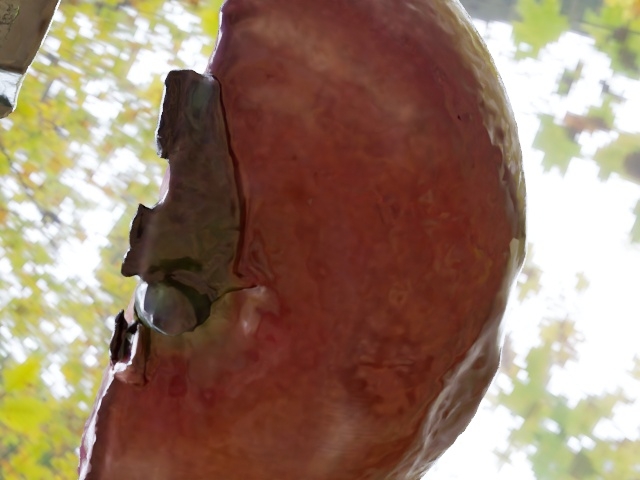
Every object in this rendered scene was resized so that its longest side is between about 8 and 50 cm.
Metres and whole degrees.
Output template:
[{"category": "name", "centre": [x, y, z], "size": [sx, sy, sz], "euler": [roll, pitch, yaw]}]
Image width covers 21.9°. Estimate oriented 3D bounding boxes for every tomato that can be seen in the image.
[{"category": "tomato", "centre": [0.005, -0.003, 0.801], "size": [0.176, 0.290, 0.335], "euler": [16, -66, -3]}]

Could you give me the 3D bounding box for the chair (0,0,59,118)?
[{"category": "chair", "centre": [-0.254, -0.195, 1.052], "size": [0.190, 0.274, 0.203], "euler": [19, -93, -13]}]
